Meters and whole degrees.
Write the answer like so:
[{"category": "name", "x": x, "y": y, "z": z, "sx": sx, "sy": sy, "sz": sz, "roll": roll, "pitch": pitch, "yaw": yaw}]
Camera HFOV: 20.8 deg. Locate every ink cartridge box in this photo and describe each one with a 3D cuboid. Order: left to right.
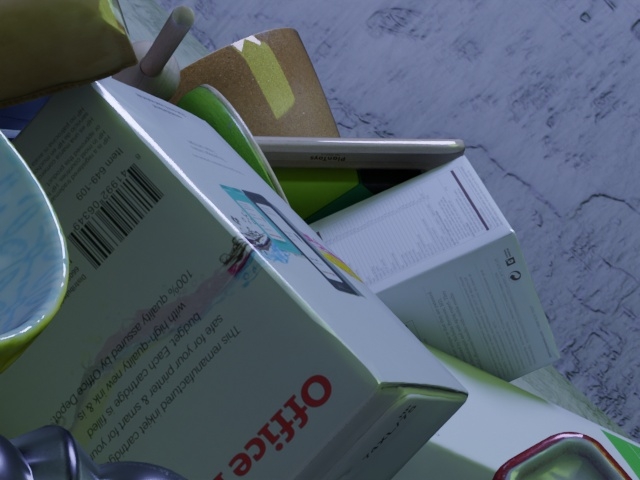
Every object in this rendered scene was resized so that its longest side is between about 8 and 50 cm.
[{"category": "ink cartridge box", "x": -0.086, "y": 0.068, "z": 1.080, "sx": 0.270, "sy": 0.198, "sz": 0.197, "roll": 46, "pitch": 10, "yaw": 18}]

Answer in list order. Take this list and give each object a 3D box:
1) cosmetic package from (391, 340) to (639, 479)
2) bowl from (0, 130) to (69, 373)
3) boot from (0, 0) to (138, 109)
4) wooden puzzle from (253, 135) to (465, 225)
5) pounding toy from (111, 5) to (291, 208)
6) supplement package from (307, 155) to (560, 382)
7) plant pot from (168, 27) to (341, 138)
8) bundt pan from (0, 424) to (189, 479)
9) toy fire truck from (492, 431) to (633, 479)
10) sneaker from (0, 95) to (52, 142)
[{"category": "cosmetic package", "x": 0.136, "y": 0.211, "z": 1.304, "sx": 0.365, "sy": 0.155, "sz": 0.197, "roll": 27, "pitch": 16, "yaw": -27}, {"category": "bowl", "x": -0.263, "y": 0.001, "z": 0.716, "sx": 0.289, "sy": 0.156, "sz": 0.289, "roll": 33, "pitch": 19, "yaw": -13}, {"category": "boot", "x": -0.232, "y": -0.082, "z": 0.922, "sx": 0.236, "sy": 0.269, "sz": 0.089, "roll": -117, "pitch": -167, "yaw": -66}, {"category": "wooden puzzle", "x": 0.000, "y": 0.000, "z": 1.485, "sx": 0.220, "sy": 0.239, "sz": 0.044, "roll": 0, "pitch": 49, "yaw": -8}, {"category": "pounding toy", "x": -0.105, "y": -0.033, "z": 1.275, "sx": 0.237, "sy": 0.110, "sz": 0.183, "roll": 64, "pitch": -13, "yaw": -3}, {"category": "supplement package", "x": 0.043, "y": 0.061, "z": 1.393, "sx": 0.139, "sy": 0.244, "sz": 0.134, "roll": -113, "pitch": 179, "yaw": -58}, {"category": "plant pot", "x": -0.061, "y": -0.035, "z": 1.689, "sx": 0.254, "sy": 0.237, "sz": 0.237, "roll": 60, "pitch": 12, "yaw": 7}, {"category": "bundt pan", "x": -0.089, "y": 0.160, "z": 0.559, "sx": 0.330, "sy": 0.124, "sz": 0.331, "roll": 22, "pitch": 14, "yaw": -6}, {"category": "toy fire truck", "x": 0.127, "y": 0.250, "z": 0.831, "sx": 0.302, "sy": 0.254, "sz": 0.169, "roll": 48, "pitch": -28, "yaw": 29}, {"category": "sneaker", "x": -0.303, "y": -0.089, "z": 1.088, "sx": 0.282, "sy": 0.153, "sz": 0.099, "roll": 3, "pitch": 32, "yaw": -12}]
